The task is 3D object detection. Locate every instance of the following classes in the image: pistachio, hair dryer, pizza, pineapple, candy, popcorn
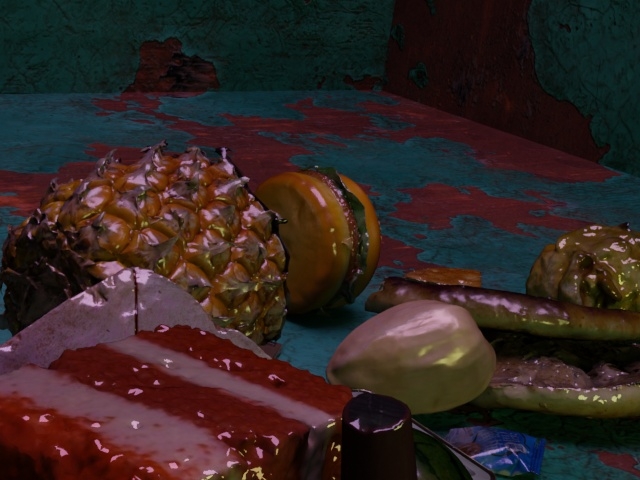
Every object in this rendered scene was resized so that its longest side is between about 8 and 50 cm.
[{"bbox_3d":[0.117,0.164,2.164,0.229,0.157,0.157,-14,19,-6],"label":"pistachio"},{"bbox_3d":[-0.025,0.327,1.351,0.123,0.312,0.340,22,40,40],"label":"hair dryer"},{"bbox_3d":[0.214,0.082,2.704,0.175,0.046,0.134,0,17,-29],"label":"pizza"},{"bbox_3d":[-0.230,0.059,2.042,0.352,0.352,0.300,21,32,37],"label":"pineapple"},{"bbox_3d":[0.215,0.268,2.061,0.136,0.038,0.088,5,28,12],"label":"candy"},{"bbox_3d":[0.455,0.059,2.649,0.233,0.192,0.266,12,11,14],"label":"popcorn"}]

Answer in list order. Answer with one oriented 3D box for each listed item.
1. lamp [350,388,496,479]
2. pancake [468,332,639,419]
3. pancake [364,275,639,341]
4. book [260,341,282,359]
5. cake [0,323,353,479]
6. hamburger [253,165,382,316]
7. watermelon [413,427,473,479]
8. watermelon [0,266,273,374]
[{"bbox_3d":[0.036,0.260,1.939,0.269,0.047,0.266,-5,23,-40],"label":"lamp"},{"bbox_3d":[0.343,0.187,2.327,0.387,0.082,0.387,4,9,-1],"label":"pancake"},{"bbox_3d":[0.289,0.101,2.387,0.426,0.067,0.305,6,2,10],"label":"pancake"},{"bbox_3d":[-0.140,0.165,2.263,0.138,0.016,0.199,11,15,8],"label":"book"},{"bbox_3d":[-0.143,0.255,1.466,0.270,0.269,0.319,18,18,31],"label":"cake"},{"bbox_3d":[-0.001,0.001,2.542,0.170,0.246,0.246,-4,20,-45],"label":"hamburger"},{"bbox_3d":[0.079,0.268,1.733,0.204,0.127,0.232,-4,39,-35],"label":"watermelon"},{"bbox_3d":[-0.239,0.191,1.822,0.292,0.319,0.222,46,-17,-2],"label":"watermelon"}]
